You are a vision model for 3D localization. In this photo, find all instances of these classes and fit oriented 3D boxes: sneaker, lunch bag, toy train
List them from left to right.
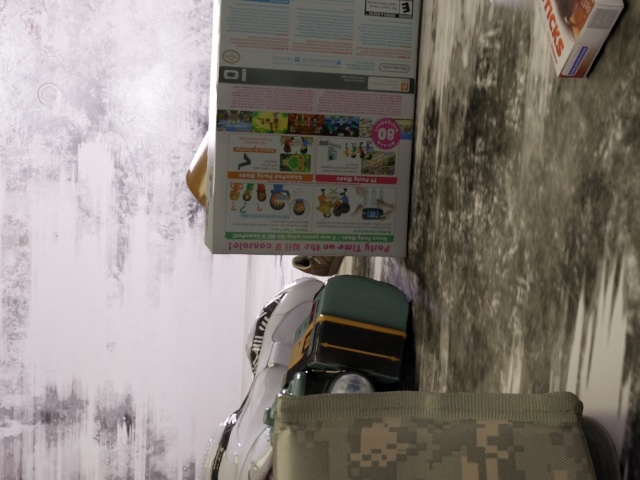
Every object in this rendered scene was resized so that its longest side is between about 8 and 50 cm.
[{"bbox_3d":[-0.034,0.235,1.353,0.210,0.137,0.366,9,73,59],"label":"sneaker"},{"bbox_3d":[0.000,0.000,1.400,0.188,0.071,0.066,104,165,-54],"label":"sneaker"},{"bbox_3d":[0.019,0.161,1.105,0.334,0.142,0.190,117,165,-73],"label":"toy train"},{"bbox_3d":[0.086,0.206,0.509,0.287,0.168,0.235,36,-127,-70],"label":"lunch bag"}]

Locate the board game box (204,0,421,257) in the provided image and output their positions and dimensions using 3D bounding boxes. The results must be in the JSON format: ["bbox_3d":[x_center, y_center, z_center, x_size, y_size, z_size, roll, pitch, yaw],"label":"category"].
[{"bbox_3d":[-0.012,-0.136,1.023,0.097,0.224,0.303,-153,66,-75],"label":"board game box"}]

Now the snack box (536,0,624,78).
[{"bbox_3d":[0.159,-0.195,0.612,0.064,0.022,0.178,103,165,-56],"label":"snack box"}]

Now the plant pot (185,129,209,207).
[{"bbox_3d":[-0.071,-0.176,1.506,0.237,0.237,0.254,-102,31,-55],"label":"plant pot"}]
